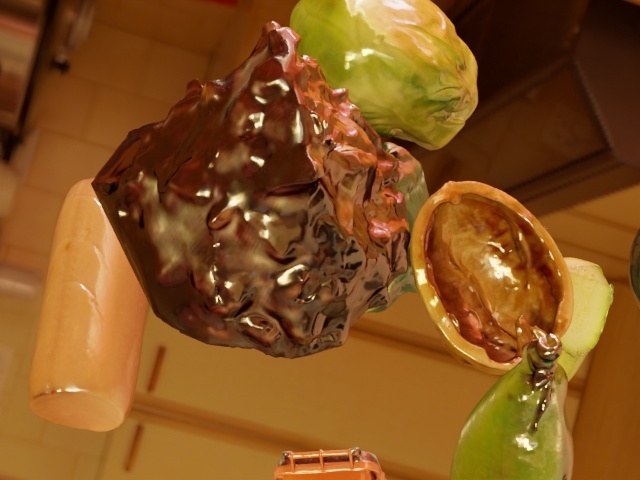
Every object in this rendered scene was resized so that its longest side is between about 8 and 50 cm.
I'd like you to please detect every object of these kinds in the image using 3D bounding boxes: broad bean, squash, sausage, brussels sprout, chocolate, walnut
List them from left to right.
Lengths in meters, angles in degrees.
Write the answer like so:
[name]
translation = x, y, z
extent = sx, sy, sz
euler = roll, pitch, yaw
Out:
[sausage]
translation = -0.253, 0.061, 1.415
extent = 0.121, 0.121, 0.304
euler = 121, -23, -56
[chocolate]
translation = -0.019, -0.060, 0.827
extent = 0.224, 0.206, 0.177
euler = 60, -34, 29
[brussels sprout]
translation = 0.068, -0.196, 1.342
extent = 0.161, 0.223, 0.223
euler = -62, -168, 11
[walnut]
translation = 0.169, 0.044, 1.315
extent = 0.211, 0.167, 0.087
euler = 65, -19, 10
[broad bean]
translation = 0.091, 0.140, 0.612
extent = 0.070, 0.048, 0.214
euler = 32, -61, 42
[squash]
translation = 0.302, 0.127, 1.547
extent = 0.075, 0.090, 0.200
euler = 32, -61, 42

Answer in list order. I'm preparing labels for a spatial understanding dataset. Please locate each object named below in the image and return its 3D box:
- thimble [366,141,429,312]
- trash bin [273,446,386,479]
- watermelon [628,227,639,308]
[thimble]
translation = 0.000, 0.000, 1.454
extent = 0.288, 0.254, 0.167
euler = -35, 112, -53
[trash bin]
translation = 0.015, 0.422, 1.770
extent = 0.184, 0.161, 0.239
euler = 71, 17, -53
[watermelon]
translation = 0.471, 0.032, 1.461
extent = 0.212, 0.212, 0.212
euler = -164, -90, -80
